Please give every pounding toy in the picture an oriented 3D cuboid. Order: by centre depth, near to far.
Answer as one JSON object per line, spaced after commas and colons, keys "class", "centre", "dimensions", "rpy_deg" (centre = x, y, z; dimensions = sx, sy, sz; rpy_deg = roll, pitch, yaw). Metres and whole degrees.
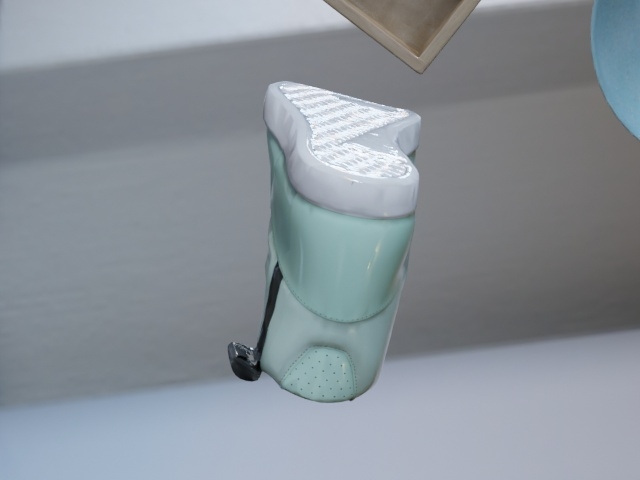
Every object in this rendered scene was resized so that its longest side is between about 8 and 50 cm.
{"class": "pounding toy", "centre": [0.087, -0.299, 1.599], "dimensions": [0.206, 0.181, 0.094], "rpy_deg": [-51, -171, 15]}

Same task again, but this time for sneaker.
{"class": "sneaker", "centre": [0.000, 0.000, 0.956], "dimensions": [0.256, 0.094, 0.151], "rpy_deg": [-86, -172, -73]}

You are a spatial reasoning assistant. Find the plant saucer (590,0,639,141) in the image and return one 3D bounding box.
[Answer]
{"class": "plant saucer", "centre": [0.267, -0.144, 1.107], "dimensions": [0.037, 0.194, 0.195], "rpy_deg": [-108, -169, -72]}
